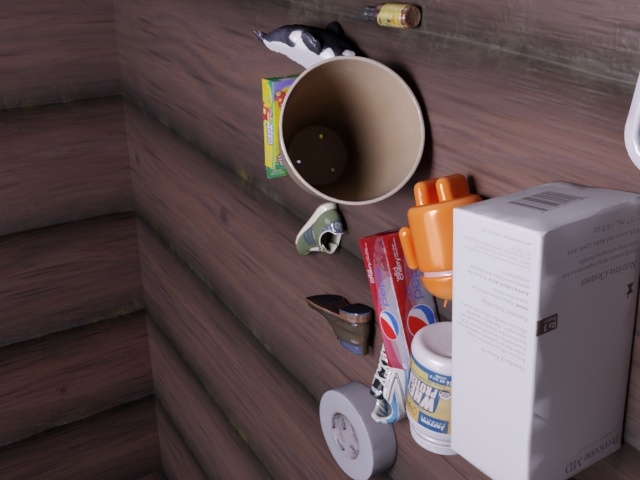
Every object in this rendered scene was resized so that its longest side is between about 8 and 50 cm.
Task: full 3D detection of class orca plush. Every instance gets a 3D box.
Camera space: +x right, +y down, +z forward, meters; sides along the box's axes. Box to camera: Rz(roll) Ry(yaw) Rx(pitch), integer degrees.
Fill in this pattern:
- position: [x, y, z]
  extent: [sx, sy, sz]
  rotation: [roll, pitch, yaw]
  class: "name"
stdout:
- position: [0.001, -0.391, 1.357]
  extent: [0.287, 0.102, 0.151]
  rotation: [28, 162, 49]
  class: "orca plush"

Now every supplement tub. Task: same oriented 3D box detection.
- position: [0.227, 0.260, 1.187]
  extent: [0.144, 0.144, 0.199]
  rotation: [34, 130, 49]
  class: "supplement tub"

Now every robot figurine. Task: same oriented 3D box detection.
- position: [0.216, 0.004, 1.111]
  extent: [0.128, 0.158, 0.219]
  rotation: [-61, -41, -85]
  class: "robot figurine"

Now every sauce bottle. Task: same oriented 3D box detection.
- position: [0.122, -0.394, 1.179]
  extent: [0.128, 0.042, 0.042]
  rotation: [31, 129, 53]
  class: "sauce bottle"

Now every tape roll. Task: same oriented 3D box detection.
- position: [0.085, 0.447, 1.585]
  extent: [0.219, 0.072, 0.219]
  rotation: [33, 131, 49]
  class: "tape roll"

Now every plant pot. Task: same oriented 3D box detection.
- position: [0.025, -0.183, 1.270]
  extent: [0.274, 0.257, 0.256]
  rotation: [173, 83, -76]
  class: "plant pot"

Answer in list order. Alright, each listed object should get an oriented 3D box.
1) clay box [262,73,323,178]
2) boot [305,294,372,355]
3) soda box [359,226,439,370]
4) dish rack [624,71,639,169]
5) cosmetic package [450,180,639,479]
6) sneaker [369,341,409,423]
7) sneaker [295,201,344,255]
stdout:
- position: [-0.058, -0.244, 1.462]
  extent: [0.053, 0.128, 0.221]
  rotation: [30, 129, 50]
  class: "clay box"
- position: [0.037, 0.190, 1.543]
  extent: [0.219, 0.082, 0.106]
  rotation: [14, 112, 55]
  class: "boot"
- position: [0.158, 0.110, 1.290]
  extent: [0.083, 0.092, 0.263]
  rotation: [-7, 97, 61]
  class: "soda box"
- position: [0.467, -0.187, 0.654]
  extent: [0.285, 0.072, 0.332]
  rotation: [37, 133, 46]
  class: "dish rack"
- position: [0.306, 0.130, 0.929]
  extent: [0.156, 0.217, 0.384]
  rotation: [22, 123, 55]
  class: "cosmetic package"
- position: [0.147, 0.279, 1.394]
  extent: [0.085, 0.086, 0.237]
  rotation: [31, 127, 53]
  class: "sneaker"
- position: [0.000, 0.000, 1.534]
  extent: [0.086, 0.064, 0.192]
  rotation: [66, 146, 25]
  class: "sneaker"
